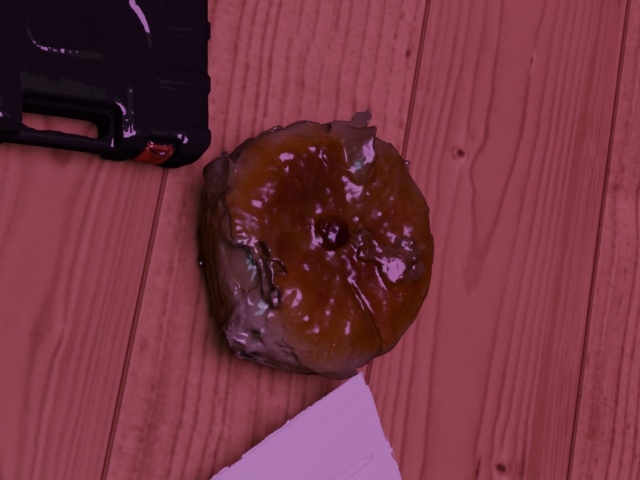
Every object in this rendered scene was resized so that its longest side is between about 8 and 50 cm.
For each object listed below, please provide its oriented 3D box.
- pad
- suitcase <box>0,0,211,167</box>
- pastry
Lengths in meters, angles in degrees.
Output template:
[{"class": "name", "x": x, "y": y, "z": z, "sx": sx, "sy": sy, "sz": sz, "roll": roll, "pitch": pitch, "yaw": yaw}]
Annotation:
[{"class": "pad", "x": -0.017, "y": 0.242, "z": 1.852, "sx": 0.232, "sy": 0.004, "sz": 0.156, "roll": -35, "pitch": 115, "yaw": -31}, {"class": "suitcase", "x": -0.236, "y": -0.181, "z": 1.822, "sx": 0.286, "sy": 0.066, "sz": 0.206, "roll": 6, "pitch": 74, "yaw": -28}, {"class": "pastry", "x": 0.003, "y": 0.005, "z": 1.881, "sx": 0.236, "sy": 0.121, "sz": 0.257, "roll": -2, "pitch": 80, "yaw": -30}]
